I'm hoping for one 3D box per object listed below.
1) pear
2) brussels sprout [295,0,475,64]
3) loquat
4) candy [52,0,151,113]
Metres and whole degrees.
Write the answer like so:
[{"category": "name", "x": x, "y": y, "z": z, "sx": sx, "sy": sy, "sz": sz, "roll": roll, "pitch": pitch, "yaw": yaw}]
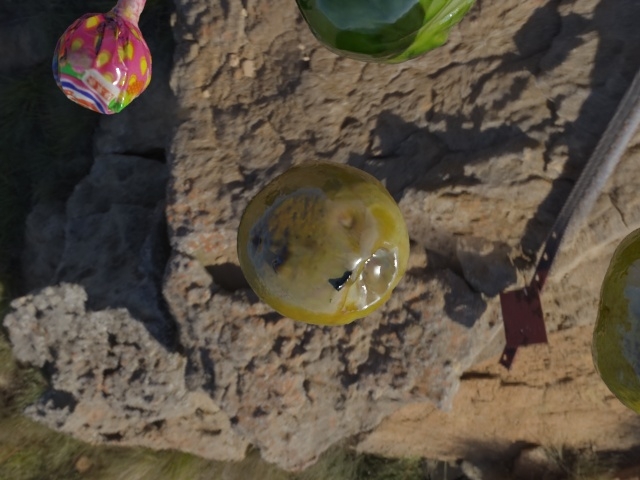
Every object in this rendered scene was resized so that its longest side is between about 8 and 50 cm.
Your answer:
[{"category": "pear", "x": 0.293, "y": 0.063, "z": 0.503, "sx": 0.178, "sy": 0.178, "sz": 0.178, "roll": 4, "pitch": 107, "yaw": 12}, {"category": "brussels sprout", "x": 0.096, "y": -0.321, "z": 0.757, "sx": 0.271, "sy": 0.219, "sz": 0.210, "roll": -30, "pitch": 79, "yaw": 11}, {"category": "loquat", "x": 0.000, "y": 0.000, "z": 0.933, "sx": 0.244, "sy": 0.244, "sz": 0.244, "roll": 4, "pitch": 107, "yaw": 12}, {"category": "candy", "x": -0.221, "y": -0.333, "z": 0.867, "sx": 0.124, "sy": 0.124, "sz": 0.365, "roll": 29, "pitch": 99, "yaw": 4}]
